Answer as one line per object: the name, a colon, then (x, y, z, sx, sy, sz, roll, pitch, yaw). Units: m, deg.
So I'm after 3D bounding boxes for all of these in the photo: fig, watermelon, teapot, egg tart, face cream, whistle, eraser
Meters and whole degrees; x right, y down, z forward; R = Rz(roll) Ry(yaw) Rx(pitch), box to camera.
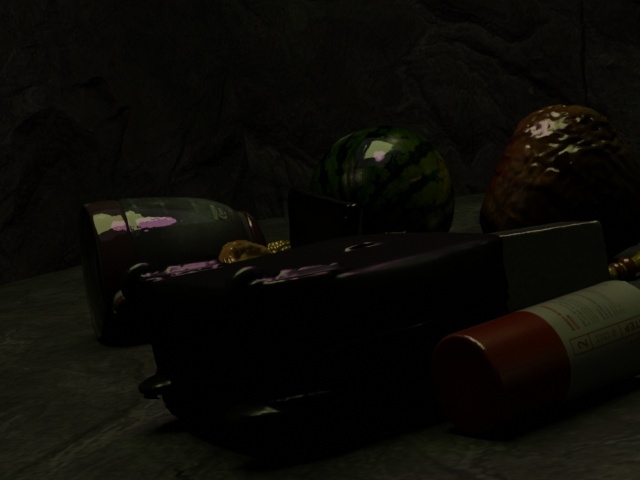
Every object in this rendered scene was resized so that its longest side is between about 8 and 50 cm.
fig: (0.449, -0.059, 1.847, 0.368, 0.286, 0.286, 15, 10, 11)
watermelon: (0.117, -0.080, 2.233, 0.285, 0.285, 0.285, -10, 5, 1)
teapot: (-0.229, 0.049, 1.975, 0.312, 0.233, 0.315, -9, 29, -18)
egg tart: (-0.090, 0.081, 1.733, 0.074, 0.191, 0.191, -45, -7, 19)
face cream: (0.210, 0.106, 1.078, 0.214, 0.096, 0.095, -14, 7, -35)
whistle: (0.443, 0.037, 1.709, 0.109, 0.046, 0.057, -18, 22, -20)
eraser: (0.213, 0.050, 1.598, 0.352, 0.111, 0.077, -9, 3, 11)

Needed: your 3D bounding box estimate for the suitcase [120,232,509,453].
suitcase: (0.003, 0.083, 1.211, 0.339, 0.188, 0.345, -14, 5, -28)

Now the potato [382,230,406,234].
potato: (0.147, 0.039, 1.959, 0.172, 0.101, 0.089, -6, 10, 4)

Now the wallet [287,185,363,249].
wallet: (0.000, 0.000, 2.093, 0.045, 0.173, 0.318, -1, 9, -19)

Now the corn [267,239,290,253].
corn: (-0.137, 0.064, 2.233, 0.260, 0.091, 0.091, -18, 25, -38)
